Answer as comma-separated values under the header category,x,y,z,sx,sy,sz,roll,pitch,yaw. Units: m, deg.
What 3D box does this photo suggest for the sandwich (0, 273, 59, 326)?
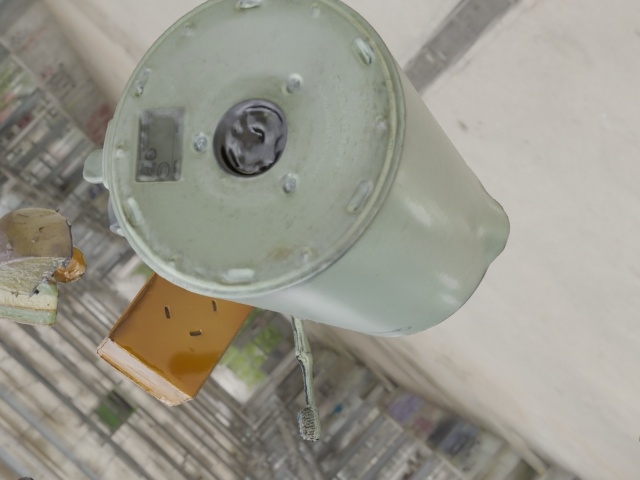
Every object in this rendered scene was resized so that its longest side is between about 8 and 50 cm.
category,x,y,z,sx,sy,sz,roll,pitch,yaw
sandwich,-0.492,0.082,1.581,0.163,0.079,0.113,4,-173,-27

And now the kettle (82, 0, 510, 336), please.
category,x,y,z,sx,sy,sz,roll,pitch,yaw
kettle,-0.037,-0.035,0.973,0.360,0.250,0.376,-8,165,21

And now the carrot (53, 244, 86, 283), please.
category,x,y,z,sx,sy,sz,roll,pitch,yaw
carrot,-0.473,0.030,1.826,0.082,0.082,0.173,46,166,-28

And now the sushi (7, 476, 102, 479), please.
category,x,y,z,sx,sy,sz,roll,pitch,yaw
sushi,-0.295,0.402,1.211,0.170,0.211,0.350,-2,152,14

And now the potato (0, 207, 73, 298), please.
category,x,y,z,sx,sy,sz,roll,pitch,yaw
potato,-0.357,0.000,1.229,0.089,0.101,0.172,13,159,-27

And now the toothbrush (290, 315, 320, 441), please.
category,x,y,z,sx,sy,sz,roll,pitch,yaw
toothbrush,-0.029,0.124,1.379,0.028,0.295,0.026,-8,-178,-42

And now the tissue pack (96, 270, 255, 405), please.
category,x,y,z,sx,sy,sz,roll,pitch,yaw
tissue pack,-0.258,0.146,1.945,0.194,0.275,0.145,37,153,-7

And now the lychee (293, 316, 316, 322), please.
category,x,y,z,sx,sy,sz,roll,pitch,yaw
lychee,0.000,0.000,1.268,0.200,0.238,0.200,-22,-90,-77
